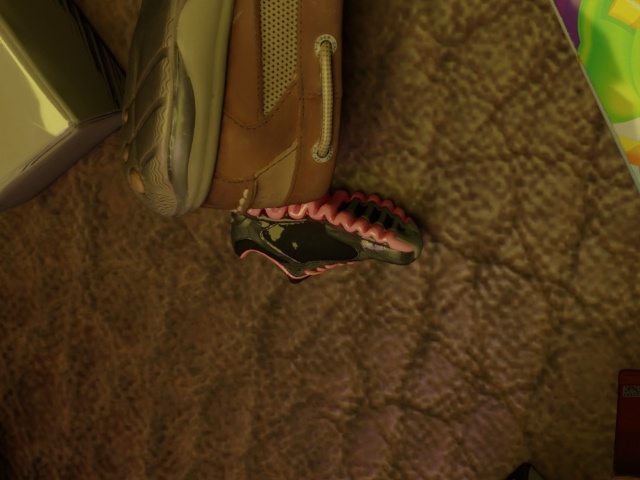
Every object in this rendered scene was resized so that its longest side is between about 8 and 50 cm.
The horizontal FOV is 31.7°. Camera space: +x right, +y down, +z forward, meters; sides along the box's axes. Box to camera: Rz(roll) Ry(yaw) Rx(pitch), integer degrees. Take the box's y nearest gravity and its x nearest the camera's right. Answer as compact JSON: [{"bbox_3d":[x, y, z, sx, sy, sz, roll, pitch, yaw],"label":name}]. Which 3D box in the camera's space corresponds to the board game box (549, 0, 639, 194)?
[{"bbox_3d":[0.204,-0.069,0.502,0.142,0.144,0.275,-25,96,20],"label":"board game box"}]

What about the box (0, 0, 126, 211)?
[{"bbox_3d":[-0.232,-0.151,0.636,0.113,0.094,0.275,-34,93,21],"label":"box"}]

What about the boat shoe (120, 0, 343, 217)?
[{"bbox_3d":[-0.024,-0.170,0.573,0.116,0.123,0.325,6,98,-20],"label":"boat shoe"}]

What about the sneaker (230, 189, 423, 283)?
[{"bbox_3d":[0.000,0.000,0.636,0.119,0.047,0.057,15,114,20],"label":"sneaker"}]

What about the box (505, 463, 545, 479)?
[{"bbox_3d":[0.148,0.254,0.503,0.232,0.322,0.058,44,106,3],"label":"box"}]

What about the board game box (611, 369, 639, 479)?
[{"bbox_3d":[0.281,0.097,0.520,0.281,0.145,0.027,-1,104,16],"label":"board game box"}]
